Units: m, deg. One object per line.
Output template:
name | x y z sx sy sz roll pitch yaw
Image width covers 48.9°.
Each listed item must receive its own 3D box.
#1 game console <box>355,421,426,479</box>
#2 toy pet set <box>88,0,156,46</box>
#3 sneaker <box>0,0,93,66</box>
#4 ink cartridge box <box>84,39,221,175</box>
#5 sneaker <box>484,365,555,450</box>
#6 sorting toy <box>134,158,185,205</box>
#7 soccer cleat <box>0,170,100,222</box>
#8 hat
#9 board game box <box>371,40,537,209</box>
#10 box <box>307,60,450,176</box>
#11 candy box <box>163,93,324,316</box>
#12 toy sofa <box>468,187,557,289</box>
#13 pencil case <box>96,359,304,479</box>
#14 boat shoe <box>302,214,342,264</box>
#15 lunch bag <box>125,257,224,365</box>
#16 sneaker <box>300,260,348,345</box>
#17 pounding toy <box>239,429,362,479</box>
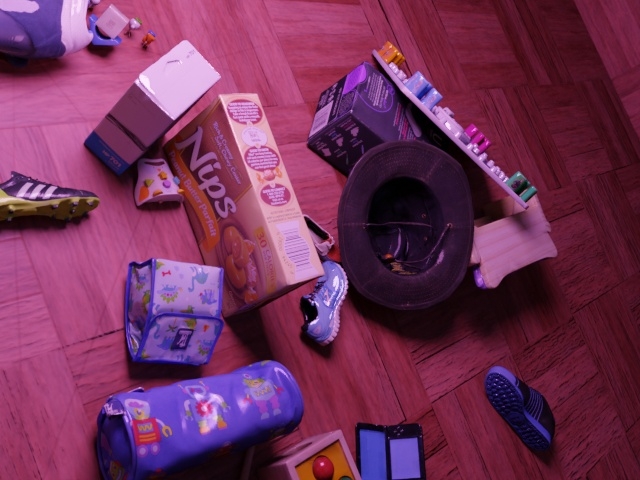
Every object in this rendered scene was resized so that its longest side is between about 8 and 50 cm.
game console | 0.124 0.382 1.240 0.071 0.107 0.122 45 39 -57
toy pet set | -0.351 -0.360 1.196 0.122 0.065 0.114 41 13 -24
sneaker | -0.467 -0.421 1.063 0.236 0.130 0.323 -13 78 -50
ink cartridge box | -0.261 -0.203 1.088 0.082 0.190 0.140 47 46 -14
sneaker | 0.438 0.349 1.538 0.232 0.081 0.090 55 41 -17
sorting toy | -0.263 -0.099 1.143 0.083 0.045 0.075 -8 69 -44
soccer cleat | -0.400 -0.064 0.992 0.178 0.060 0.072 -6 61 -43
hat | 0.152 -0.031 1.399 0.331 0.134 0.332 -1 92 -20
board game box | 0.296 -0.274 1.588 0.390 0.050 0.390 38 16 -21
box | 0.127 -0.212 1.478 0.270 0.143 0.165 35 49 -25
candy box | -0.130 -0.054 1.140 0.087 0.183 0.317 -12 78 -45
toy sofa | 0.374 0.007 1.593 0.362 0.150 0.177 -18 86 -46
pencil case | -0.171 0.251 1.000 0.306 0.119 0.133 -6 53 -43
boat shoe | 0.000 0.000 1.332 0.137 0.043 0.049 41 46 -22
lunch bag | -0.218 0.109 1.051 0.128 0.096 0.151 12 76 -41
sneaker | 0.002 0.104 1.270 0.073 0.063 0.162 27 53 -26
pounding toy | -0.043 0.367 1.075 0.206 0.094 0.181 -17 82 -46
